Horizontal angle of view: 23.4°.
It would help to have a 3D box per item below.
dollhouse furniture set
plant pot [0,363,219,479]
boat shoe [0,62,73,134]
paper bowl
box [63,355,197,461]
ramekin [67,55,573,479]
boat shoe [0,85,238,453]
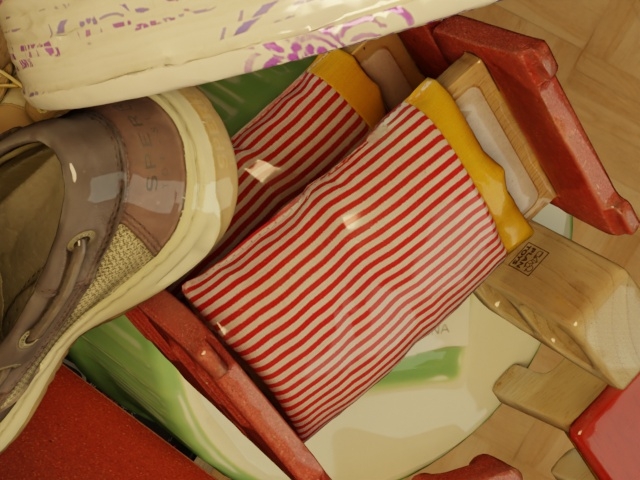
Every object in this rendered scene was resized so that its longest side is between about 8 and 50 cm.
[{"bbox_3d":[0.075,0.073,0.781,0.201,0.374,0.152,-44,-144,-9],"label":"dollhouse furniture set"},{"bbox_3d":[-0.190,0.243,0.793,0.236,0.267,0.267,-32,152,-57],"label":"plant pot"},{"bbox_3d":[-0.140,-0.063,0.734,0.135,0.050,0.045,-59,165,-61],"label":"boat shoe"},{"bbox_3d":[0.003,-0.157,0.587,0.284,0.284,0.148,-48,123,-69],"label":"paper bowl"},{"bbox_3d":[-0.093,0.018,1.092,0.247,0.142,0.163,-62,177,18],"label":"box"},{"bbox_3d":[0.000,0.000,0.893,0.148,0.303,0.303,34,-82,52],"label":"ramekin"},{"bbox_3d":[-0.152,0.027,0.647,0.285,0.102,0.092,-36,158,35],"label":"boat shoe"}]
